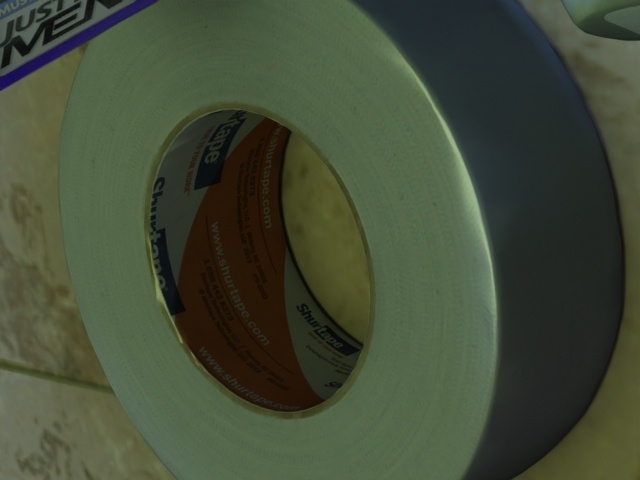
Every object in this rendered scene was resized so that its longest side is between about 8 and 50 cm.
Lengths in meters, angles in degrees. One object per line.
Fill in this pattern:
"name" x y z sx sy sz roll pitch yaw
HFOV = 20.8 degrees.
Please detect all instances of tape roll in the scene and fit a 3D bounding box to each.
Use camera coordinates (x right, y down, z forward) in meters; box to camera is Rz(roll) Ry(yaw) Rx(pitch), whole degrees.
"tape roll" 0.000 0.000 0.635 0.219 0.072 0.219 17 114 42

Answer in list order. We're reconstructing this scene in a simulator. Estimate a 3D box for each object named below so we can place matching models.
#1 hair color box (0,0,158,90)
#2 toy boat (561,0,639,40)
"hair color box" -0.136 -0.220 0.591 0.339 0.185 0.110 47 158 29
"toy boat" 0.069 -0.176 0.415 0.148 0.267 0.318 -8 130 39
